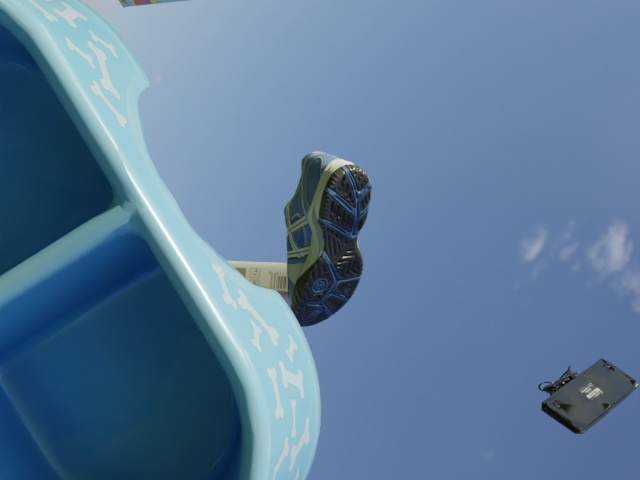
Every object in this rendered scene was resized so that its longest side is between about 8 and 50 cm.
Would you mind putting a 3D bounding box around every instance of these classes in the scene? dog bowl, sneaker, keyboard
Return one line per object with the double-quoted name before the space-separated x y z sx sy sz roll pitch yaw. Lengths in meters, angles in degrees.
"dog bowl" -0.119 0.020 0.341 0.165 0.297 0.074 -31 180 3
"sneaker" 0.000 0.000 0.913 0.081 0.080 0.211 43 -52 44
"keyboard" 0.415 0.245 1.308 0.100 0.192 0.038 39 -49 31

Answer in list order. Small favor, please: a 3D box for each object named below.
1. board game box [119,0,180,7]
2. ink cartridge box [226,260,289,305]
"board game box" -0.089 -0.326 0.771 0.275 0.144 0.142 5 -126 33
"ink cartridge box" -0.070 0.072 1.049 0.179 0.145 0.045 87 6 -68
